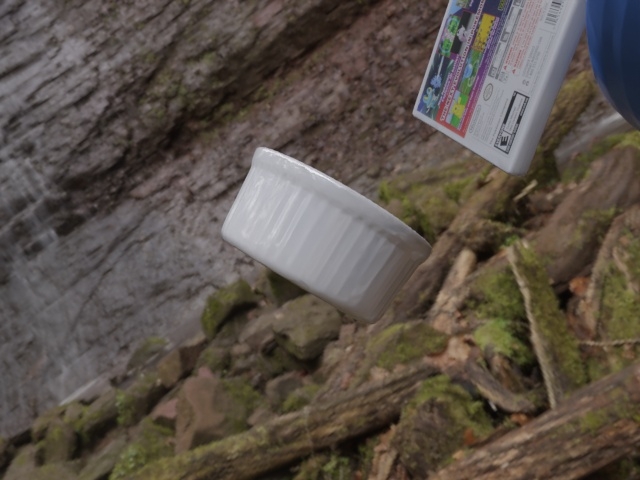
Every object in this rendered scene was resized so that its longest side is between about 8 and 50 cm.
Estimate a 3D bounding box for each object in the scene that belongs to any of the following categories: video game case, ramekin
[{"bbox_3d":[0.165,-0.182,0.689,0.183,0.023,0.201,49,128,56],"label":"video game case"},{"bbox_3d":[0.000,0.000,1.029,0.135,0.277,0.277,-60,10,-3],"label":"ramekin"}]

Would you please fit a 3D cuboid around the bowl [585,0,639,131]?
[{"bbox_3d":[0.351,-0.209,0.466,0.391,0.391,0.077,-35,51,4],"label":"bowl"}]
